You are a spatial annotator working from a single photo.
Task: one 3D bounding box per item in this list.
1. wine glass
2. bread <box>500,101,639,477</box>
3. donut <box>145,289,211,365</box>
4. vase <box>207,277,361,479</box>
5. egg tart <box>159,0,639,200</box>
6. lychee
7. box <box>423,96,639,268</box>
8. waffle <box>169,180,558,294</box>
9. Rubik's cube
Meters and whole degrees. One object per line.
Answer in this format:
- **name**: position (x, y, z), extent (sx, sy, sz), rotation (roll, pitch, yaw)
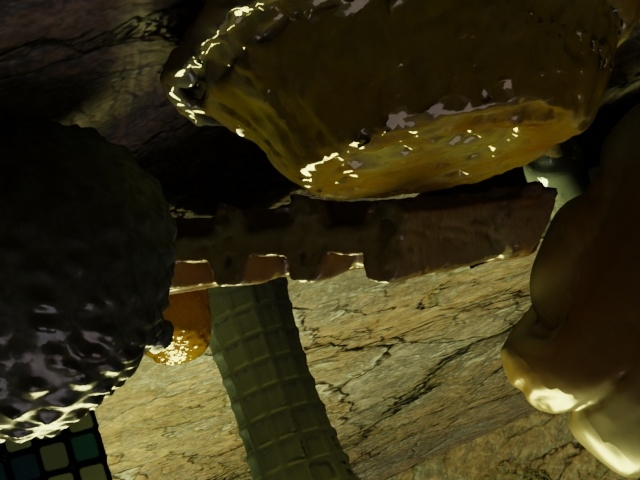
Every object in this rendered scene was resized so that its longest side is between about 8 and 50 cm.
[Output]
- **wine glass**: position (0.220, -0.083, 1.725), extent (0.074, 0.074, 0.262), rotation (-21, 154, 6)
- **bread**: position (0.345, 0.016, 1.683), extent (0.424, 0.245, 0.329), rotation (-59, -171, 17)
- **donut**: position (-0.221, 0.071, 1.762), extent (0.259, 0.101, 0.152), rotation (-12, 157, -12)
- **vase**: position (-0.042, 0.185, 1.955), extent (0.143, 0.298, 0.143), rotation (-18, 165, -5)
- **egg tart**: position (0.078, -0.133, 1.317), extent (0.388, 0.169, 0.388), rotation (-14, 166, -4)
- **lychee**: position (-0.232, 0.025, 1.345), extent (0.274, 0.255, 0.255), rotation (23, 148, -15)
- **box**: position (0.283, -0.071, 1.944), extent (0.350, 0.058, 0.211), rotation (-25, 165, 16)
- **waffle**: position (0.000, -0.001, 1.585), extent (0.348, 0.077, 0.304), rotation (-5, 180, 32)
- **Rubik's cube**: position (-0.340, 0.236, 1.983), extent (0.184, 0.187, 0.182), rotation (-13, 163, -18)
